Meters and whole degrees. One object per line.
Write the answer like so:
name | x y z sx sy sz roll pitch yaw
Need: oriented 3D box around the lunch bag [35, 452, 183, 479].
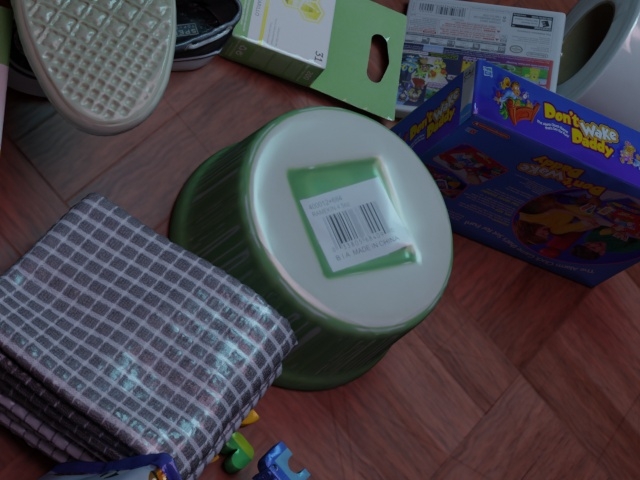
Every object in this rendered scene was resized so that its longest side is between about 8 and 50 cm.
lunch bag | -0.205 0.431 1.486 0.328 0.239 0.385 -32 103 -39

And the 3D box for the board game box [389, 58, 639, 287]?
board game box | 0.261 -0.070 2.014 0.347 0.233 0.078 21 58 -24

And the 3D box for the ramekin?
ramekin | 0.000 0.000 1.865 0.303 0.148 0.303 14 61 -27

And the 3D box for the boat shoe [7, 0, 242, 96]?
boat shoe | -0.220 -0.231 1.861 0.301 0.102 0.108 -9 73 -36

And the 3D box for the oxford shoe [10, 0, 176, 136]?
oxford shoe | -0.259 -0.290 1.774 0.169 0.130 0.449 -10 61 -20

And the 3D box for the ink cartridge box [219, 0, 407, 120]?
ink cartridge box | 0.004 -0.261 2.042 0.235 0.056 0.171 19 58 -17

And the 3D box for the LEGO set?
LEGO set | -0.101 0.222 1.735 0.227 0.087 0.093 50 51 -2

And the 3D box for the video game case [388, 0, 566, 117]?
video game case | 0.197 -0.220 2.114 0.201 0.023 0.183 8 59 7

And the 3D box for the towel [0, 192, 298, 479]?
towel | -0.198 0.102 1.656 0.283 0.121 0.235 34 55 7

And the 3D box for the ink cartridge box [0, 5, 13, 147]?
ink cartridge box | -0.424 -0.079 1.647 0.207 0.119 0.354 14 62 -28

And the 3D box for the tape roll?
tape roll | 0.394 -0.205 2.157 0.169 0.246 0.246 32 54 -16
